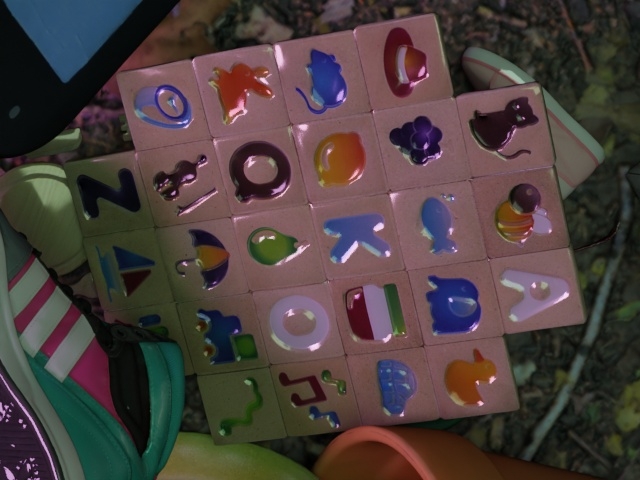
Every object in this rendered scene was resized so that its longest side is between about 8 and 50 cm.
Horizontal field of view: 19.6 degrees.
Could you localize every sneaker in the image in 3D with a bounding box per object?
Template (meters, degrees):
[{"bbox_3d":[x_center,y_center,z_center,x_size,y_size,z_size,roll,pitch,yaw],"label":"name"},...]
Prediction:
[{"bbox_3d":[0.143,-0.079,1.372,0.134,0.051,0.070,41,81,-13],"label":"sneaker"},{"bbox_3d":[-0.185,0.063,1.258,0.124,0.178,0.295,-29,76,28],"label":"sneaker"}]

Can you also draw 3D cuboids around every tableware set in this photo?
[{"bbox_3d":[-0.147,-0.030,1.336,0.194,0.039,0.128,-11,107,-3],"label":"tableware set"}]

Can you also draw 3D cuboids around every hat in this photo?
[{"bbox_3d":[0.077,0.035,1.383,0.208,0.183,0.173,30,120,5],"label":"hat"}]

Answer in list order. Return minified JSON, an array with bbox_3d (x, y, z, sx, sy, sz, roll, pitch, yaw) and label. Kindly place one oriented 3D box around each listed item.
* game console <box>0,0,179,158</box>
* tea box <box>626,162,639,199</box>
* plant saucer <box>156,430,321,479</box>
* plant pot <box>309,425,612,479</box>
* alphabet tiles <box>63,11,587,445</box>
[{"bbox_3d":[-0.163,-0.272,1.178,0.060,0.342,0.386,28,70,33],"label":"game console"},{"bbox_3d":[0.446,-0.040,1.286,0.329,0.323,0.220,-33,98,-5],"label":"tea box"},{"bbox_3d":[-0.106,0.203,1.265,0.241,0.241,0.037,-2,114,-9],"label":"plant saucer"},{"bbox_3d":[0.124,0.269,1.290,0.204,0.291,0.290,-1,93,-25],"label":"plant pot"},{"bbox_3d":[0.000,0.000,1.275,0.343,0.011,0.285,-9,107,17],"label":"alphabet tiles"}]
